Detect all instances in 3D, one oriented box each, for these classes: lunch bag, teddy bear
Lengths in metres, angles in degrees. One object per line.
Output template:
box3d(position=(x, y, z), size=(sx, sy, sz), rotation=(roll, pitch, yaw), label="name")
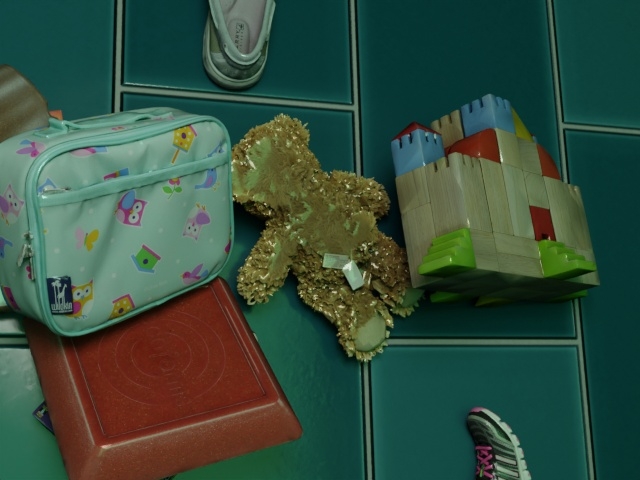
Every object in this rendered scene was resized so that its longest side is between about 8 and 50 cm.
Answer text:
box3d(position=(-0.221, -0.033, 0.943), size=(0.279, 0.108, 0.224), rotation=(-23, 125, -45), label="lunch bag")
box3d(position=(0.000, 0.000, 1.127), size=(0.338, 0.113, 0.245), rotation=(32, 78, -16), label="teddy bear")

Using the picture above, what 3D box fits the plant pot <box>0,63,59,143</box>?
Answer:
box3d(position=(-0.375, -0.096, 0.928), size=(0.165, 0.167, 0.167), rotation=(-41, 92, -26), label="plant pot")

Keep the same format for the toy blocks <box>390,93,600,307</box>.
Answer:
box3d(position=(0.228, -0.064, 1.130), size=(0.381, 0.191, 0.261), rotation=(8, 68, -44), label="toy blocks")

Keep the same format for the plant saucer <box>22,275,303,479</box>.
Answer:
box3d(position=(-0.179, 0.140, 0.972), size=(0.259, 0.048, 0.258), rotation=(-9, 47, -27), label="plant saucer")

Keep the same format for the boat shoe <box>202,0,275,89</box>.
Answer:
box3d(position=(-0.107, -0.370, 1.165), size=(0.118, 0.103, 0.320), rotation=(6, 76, -16), label="boat shoe")

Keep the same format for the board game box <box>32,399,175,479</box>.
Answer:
box3d(position=(-0.222, 0.204, 0.997), size=(0.170, 0.048, 0.141), rotation=(33, 67, 20), label="board game box")

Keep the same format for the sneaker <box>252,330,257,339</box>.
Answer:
box3d(position=(-0.115, 0.192, 1.071), size=(0.075, 0.057, 0.161), rotation=(41, 68, -23), label="sneaker")

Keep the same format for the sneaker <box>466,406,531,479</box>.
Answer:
box3d(position=(0.230, 0.307, 1.138), size=(0.075, 0.063, 0.170), rotation=(-23, 90, -26), label="sneaker")

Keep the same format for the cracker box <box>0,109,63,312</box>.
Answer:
box3d(position=(-0.373, -0.032, 1.028), size=(0.156, 0.067, 0.232), rotation=(-8, 81, -18), label="cracker box")
